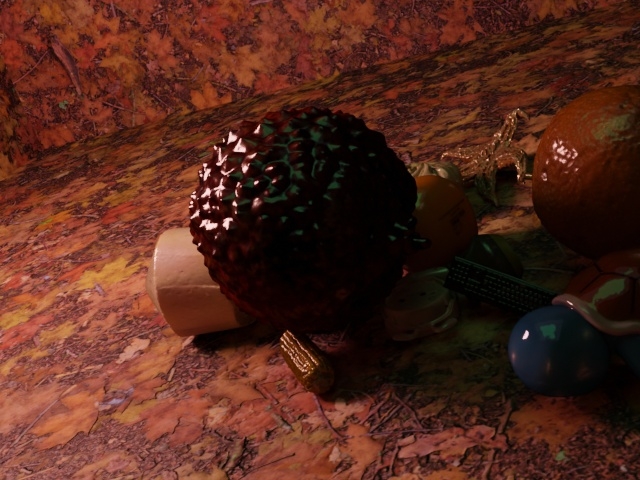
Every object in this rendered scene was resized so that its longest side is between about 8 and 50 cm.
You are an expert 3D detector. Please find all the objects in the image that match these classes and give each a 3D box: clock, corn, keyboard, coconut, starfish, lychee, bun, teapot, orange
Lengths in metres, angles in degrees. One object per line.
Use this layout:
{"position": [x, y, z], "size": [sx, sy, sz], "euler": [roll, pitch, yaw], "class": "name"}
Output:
{"position": [0.186, 0.125, 1.694], "size": [0.151, 0.062, 0.191], "euler": [-17, 23, 6], "class": "clock"}
{"position": [-0.026, 0.217, 1.638], "size": [0.068, 0.068, 0.207], "euler": [-23, 23, -10], "class": "corn"}
{"position": [0.317, 0.088, 1.601], "size": [0.198, 0.063, 0.010], "euler": [21, 0, 26], "class": "keyboard"}
{"position": [-0.256, 0.086, 1.920], "size": [0.244, 0.239, 0.239], "euler": [-5, 25, 18], "class": "coconut"}
{"position": [0.401, -0.184, 2.211], "size": [0.302, 0.060, 0.299], "euler": [-10, 50, 48], "class": "starfish"}
{"position": [-0.012, -0.033, 1.654], "size": [0.500, 0.424, 0.424], "euler": [21, 42, 35], "class": "lychee"}
{"position": [0.228, -0.120, 2.127], "size": [0.229, 0.145, 0.229], "euler": [-17, 32, 11], "class": "bun"}
{"position": [0.316, 0.068, 1.671], "size": [0.119, 0.130, 0.165], "euler": [-34, 54, 2], "class": "teapot"}
{"position": [0.569, -0.115, 1.617], "size": [0.357, 0.322, 0.322], "euler": [4, 22, -4], "class": "orange"}

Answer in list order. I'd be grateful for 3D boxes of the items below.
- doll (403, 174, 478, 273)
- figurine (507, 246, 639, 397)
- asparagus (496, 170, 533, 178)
{"position": [0.199, -0.027, 1.880], "size": [0.236, 0.213, 0.213], "euler": [-15, 18, 48], "class": "doll"}
{"position": [0.484, 0.106, 1.355], "size": [0.416, 0.243, 0.298], "euler": [-43, 35, -4], "class": "figurine"}
{"position": [0.469, -0.161, 2.190], "size": [0.248, 0.025, 0.024], "euler": [10, 78, 50], "class": "asparagus"}
